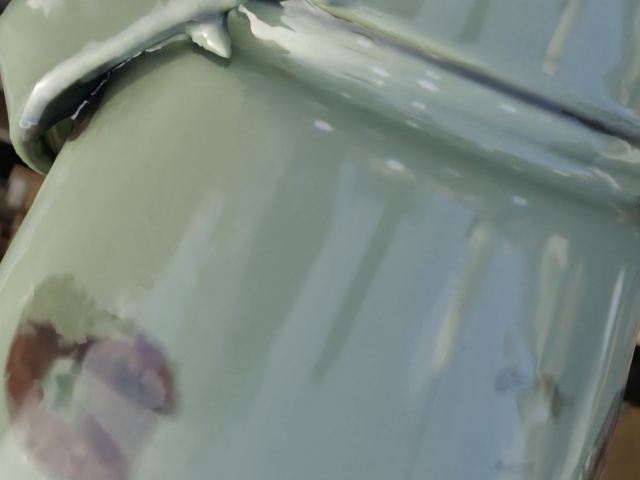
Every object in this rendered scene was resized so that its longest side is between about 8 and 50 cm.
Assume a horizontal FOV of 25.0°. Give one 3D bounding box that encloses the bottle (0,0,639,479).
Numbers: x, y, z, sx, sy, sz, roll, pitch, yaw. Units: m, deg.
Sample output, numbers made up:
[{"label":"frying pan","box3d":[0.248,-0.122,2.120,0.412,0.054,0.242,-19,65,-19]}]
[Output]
[{"label":"bottle","box3d":[0.000,0.000,0.455,0.229,0.352,0.229,20,-170,-4]}]
